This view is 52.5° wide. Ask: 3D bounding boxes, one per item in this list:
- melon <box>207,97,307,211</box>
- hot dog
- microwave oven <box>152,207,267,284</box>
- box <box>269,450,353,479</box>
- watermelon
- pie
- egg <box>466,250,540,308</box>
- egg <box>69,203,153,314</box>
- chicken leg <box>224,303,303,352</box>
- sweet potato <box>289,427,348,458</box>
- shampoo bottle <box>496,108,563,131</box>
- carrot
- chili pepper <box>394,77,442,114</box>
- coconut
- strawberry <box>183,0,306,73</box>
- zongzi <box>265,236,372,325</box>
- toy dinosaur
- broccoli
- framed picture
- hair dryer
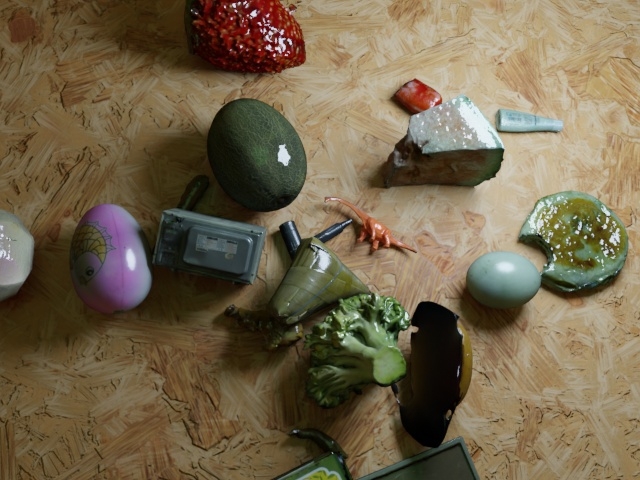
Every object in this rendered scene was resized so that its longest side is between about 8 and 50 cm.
[{"bbox_3d":[-0.164,-0.219,1.656,0.238,0.237,0.301,-24,70,-13],"label":"melon"},{"bbox_3d":[0.284,0.323,1.592,0.194,0.107,0.325,20,92,41],"label":"hot dog"},{"bbox_3d":[-0.265,0.015,1.581,0.241,0.194,0.145,13,98,-2],"label":"microwave oven"},{"bbox_3d":[-0.068,0.712,1.392,0.420,0.138,0.372,-24,76,-9],"label":"box"},{"bbox_3d":[0.321,-0.253,1.713,0.302,0.264,0.151,0,71,-3],"label":"watermelon"},{"bbox_3d":[0.693,-0.001,1.769,0.303,0.067,0.302,2,72,-6],"label":"pie"},{"bbox_3d":[0.469,0.102,1.665,0.193,0.149,0.149,4,71,-7],"label":"egg"},{"bbox_3d":[-0.503,0.044,1.558,0.196,0.196,0.271,-15,58,-11],"label":"egg"},{"bbox_3d":[-0.144,0.214,1.600,0.208,0.085,0.101,18,82,9],"label":"chicken leg"},{"bbox_3d":[0.000,0.477,1.545,0.153,0.038,0.041,25,28,0],"label":"sweet potato"},{"bbox_3d":[0.609,-0.343,1.888,0.191,0.041,0.069,4,66,-5],"label":"shampoo bottle"},{"bbox_3d":[-0.367,-0.069,1.690,0.049,0.049,0.254,29,75,4],"label":"carrot"},{"bbox_3d":[0.306,-0.390,1.850,0.192,0.084,0.086,39,104,10],"label":"chili pepper"},{"bbox_3d":[-0.792,0.049,1.503,0.227,0.227,0.230,0,64,-7],"label":"coconut"},{"bbox_3d":[-0.202,-0.603,1.786,0.344,0.292,0.292,7,70,-23],"label":"strawberry"},{"bbox_3d":[0.003,0.147,1.596,0.256,0.115,0.228,43,64,-31],"label":"zongzi"},{"bbox_3d":[0.128,-0.031,1.714,0.280,0.055,0.101,30,46,-10],"label":"toy dinosaur"},{"bbox_3d":[0.092,0.261,1.513,0.248,0.245,0.288,6,88,-20],"label":"broccoli"},{"bbox_3d":[0.234,0.638,1.525,0.335,0.022,0.247,-19,75,-12],"label":"framed picture"},{"bbox_3d":[0.010,0.012,1.703,0.195,0.050,0.173,-17,77,-15],"label":"hair dryer"}]
